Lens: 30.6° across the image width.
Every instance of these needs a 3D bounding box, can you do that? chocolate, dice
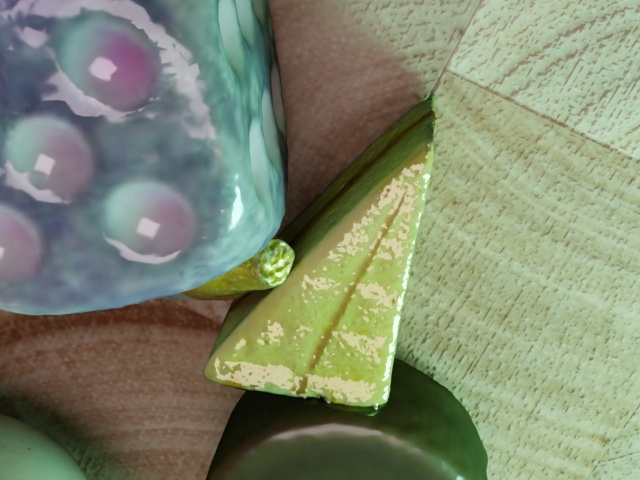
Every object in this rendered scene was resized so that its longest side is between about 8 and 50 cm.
[{"bbox_3d":[-0.107,0.014,1.032,0.219,0.085,0.086,0,123,50],"label":"chocolate"},{"bbox_3d":[-0.178,-0.117,0.933,0.271,0.270,0.270,-7,115,8],"label":"dice"}]

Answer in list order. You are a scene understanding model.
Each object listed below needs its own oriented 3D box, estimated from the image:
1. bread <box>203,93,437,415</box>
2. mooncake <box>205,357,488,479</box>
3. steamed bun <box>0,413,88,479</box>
[{"bbox_3d":[0.002,-0.003,1.035,0.163,0.168,0.264,10,112,1],"label":"bread"},{"bbox_3d":[0.027,0.248,1.150,0.284,0.155,0.284,1,116,3],"label":"mooncake"},{"bbox_3d":[-0.357,0.308,1.121,0.324,0.324,0.206,21,142,-5],"label":"steamed bun"}]
